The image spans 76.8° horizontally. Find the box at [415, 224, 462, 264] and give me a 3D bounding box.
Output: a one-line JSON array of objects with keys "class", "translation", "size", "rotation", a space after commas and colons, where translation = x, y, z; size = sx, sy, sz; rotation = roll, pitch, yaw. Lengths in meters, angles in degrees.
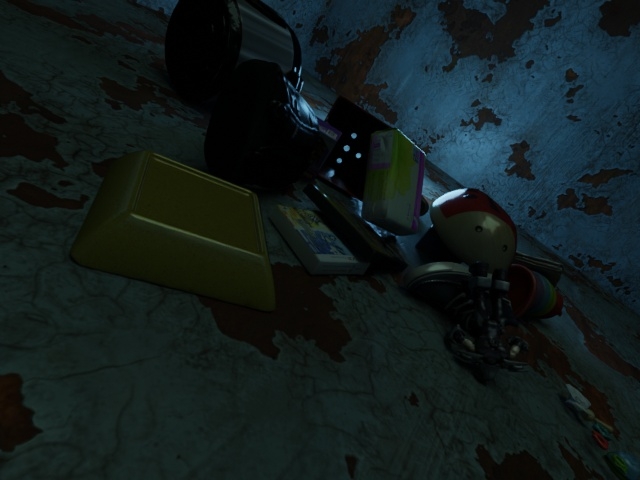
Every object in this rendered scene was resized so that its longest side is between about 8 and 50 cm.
[{"class": "box", "translation": [0.434, 0.017, 1.414], "size": [0.156, 0.093, 0.158], "rotation": [39, 27, 11]}]

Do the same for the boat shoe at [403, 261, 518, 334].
[{"class": "boat shoe", "translation": [0.384, 0.163, 1.073], "size": [0.340, 0.127, 0.158], "rotation": [8, 50, -24]}]

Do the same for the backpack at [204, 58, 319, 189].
[{"class": "backpack", "translation": [-0.134, -0.268, 1.045], "size": [0.273, 0.290, 0.355], "rotation": [28, 12, 29]}]

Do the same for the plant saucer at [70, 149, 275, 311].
[{"class": "plant saucer", "translation": [-0.232, -0.044, 0.750], "size": [0.333, 0.081, 0.333], "rotation": [20, 29, -27]}]

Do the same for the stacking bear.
[{"class": "stacking bear", "translation": [0.725, 0.194, 1.384], "size": [0.289, 0.164, 0.175], "rotation": [21, 28, -34]}]

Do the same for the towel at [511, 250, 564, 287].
[{"class": "towel", "translation": [0.757, 0.117, 1.461], "size": [0.187, 0.049, 0.282], "rotation": [19, -16, 25]}]

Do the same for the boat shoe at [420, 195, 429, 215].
[{"class": "boat shoe", "translation": [0.331, -0.217, 1.706], "size": [0.307, 0.111, 0.104], "rotation": [52, 25, 14]}]

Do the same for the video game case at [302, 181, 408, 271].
[{"class": "video game case", "translation": [0.099, -0.031, 1.102], "size": [0.275, 0.035, 0.248], "rotation": [49, 14, 29]}]

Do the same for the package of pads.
[{"class": "package of pads", "translation": [0.235, -0.180, 1.277], "size": [0.101, 0.296, 0.229], "rotation": [0, -12, 39]}]

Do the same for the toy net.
[{"class": "toy net", "translation": [0.647, 0.449, 0.962], "size": [0.122, 0.045, 0.232], "rotation": [19, 27, -24]}]

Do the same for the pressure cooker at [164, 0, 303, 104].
[{"class": "pressure cooker", "translation": [-0.278, -0.640, 1.425], "size": [0.420, 0.375, 0.370], "rotation": [-4, 81, -53]}]

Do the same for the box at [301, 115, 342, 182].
[{"class": "box", "translation": [-0.105, -0.330, 1.260], "size": [0.293, 0.201, 0.057], "rotation": [32, 49, -5]}]

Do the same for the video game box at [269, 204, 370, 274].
[{"class": "video game box", "translation": [0.000, 0.000, 0.985], "size": [0.187, 0.048, 0.205], "rotation": [7, 36, -48]}]

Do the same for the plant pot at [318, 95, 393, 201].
[{"class": "plant pot", "translation": [0.104, -0.335, 1.483], "size": [0.267, 0.267, 0.236], "rotation": [29, 12, -9]}]

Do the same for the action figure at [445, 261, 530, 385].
[{"class": "action figure", "translation": [0.400, 0.199, 0.956], "size": [0.185, 0.099, 0.285], "rotation": [14, 64, -1]}]

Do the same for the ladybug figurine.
[{"class": "ladybug figurine", "translation": [0.516, -0.055, 1.338], "size": [0.305, 0.162, 0.449], "rotation": [33, 26, -5]}]
